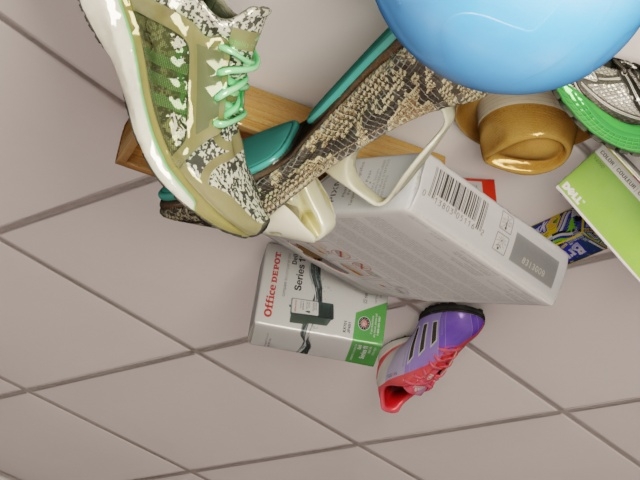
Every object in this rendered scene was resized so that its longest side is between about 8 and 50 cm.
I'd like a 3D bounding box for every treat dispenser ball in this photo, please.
[{"bbox_3d":[0.187,-0.284,1.383,0.288,0.288,0.288,7,152,4],"label":"treat dispenser ball"}]

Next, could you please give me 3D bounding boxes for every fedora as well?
[{"bbox_3d":[0.267,-0.138,1.852,0.194,0.079,0.194,7,152,4],"label":"fedora"}]

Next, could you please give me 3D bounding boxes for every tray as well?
[{"bbox_3d":[-0.056,-0.114,1.997,0.411,0.076,0.203,19,150,-17],"label":"tray"}]

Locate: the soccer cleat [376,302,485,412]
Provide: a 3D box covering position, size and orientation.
[{"bbox_3d":[0.186,0.201,2.460,0.108,0.116,0.318,18,151,-17],"label":"soccer cleat"}]

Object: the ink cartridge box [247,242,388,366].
[{"bbox_3d":[-0.001,0.101,2.293,0.208,0.153,0.087,10,151,-4],"label":"ink cartridge box"}]

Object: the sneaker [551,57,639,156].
[{"bbox_3d":[0.421,-0.179,1.719,0.343,0.134,0.146,19,126,-11],"label":"sneaker"}]

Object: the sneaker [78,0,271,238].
[{"bbox_3d":[-0.130,-0.197,1.635,0.182,0.158,0.410,-20,104,19],"label":"sneaker"}]

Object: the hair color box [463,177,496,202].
[{"bbox_3d":[0.189,-0.031,2.089,0.093,0.053,0.167,4,151,-10],"label":"hair color box"}]

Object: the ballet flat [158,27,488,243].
[{"bbox_3d":[0.010,-0.103,1.784,0.483,0.164,0.182,-33,105,28],"label":"ballet flat"}]

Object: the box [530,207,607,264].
[{"bbox_3d":[0.344,0.004,2.119,0.059,0.054,0.169,26,148,-29],"label":"box"}]

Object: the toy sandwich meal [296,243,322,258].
[{"bbox_3d":[0.000,0.000,2.239,0.085,0.029,0.085,7,147,4],"label":"toy sandwich meal"}]

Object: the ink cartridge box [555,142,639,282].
[{"bbox_3d":[0.384,-0.037,1.815,0.097,0.189,0.255,-43,152,12],"label":"ink cartridge box"}]

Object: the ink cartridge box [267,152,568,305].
[{"bbox_3d":[0.105,-0.010,2.018,0.308,0.091,0.385,31,161,-36],"label":"ink cartridge box"}]
